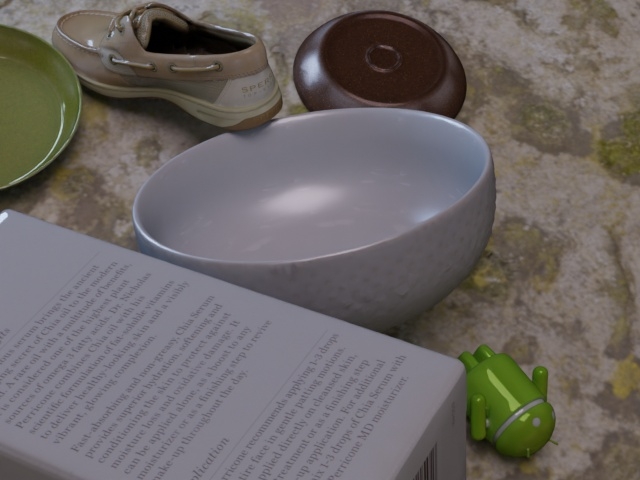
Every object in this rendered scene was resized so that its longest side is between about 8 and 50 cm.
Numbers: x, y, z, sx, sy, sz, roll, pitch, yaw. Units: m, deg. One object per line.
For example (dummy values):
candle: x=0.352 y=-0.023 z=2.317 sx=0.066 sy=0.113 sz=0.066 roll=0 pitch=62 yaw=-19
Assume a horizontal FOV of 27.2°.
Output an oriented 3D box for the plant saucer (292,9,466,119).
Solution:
plant saucer: x=0.069 y=-0.195 z=1.483 sx=0.198 sy=0.036 sz=0.199 roll=4 pitch=55 yaw=-5

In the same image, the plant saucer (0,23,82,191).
plant saucer: x=-0.370 y=-0.132 z=1.387 sx=0.241 sy=0.037 sz=0.241 roll=3 pitch=53 yaw=-4

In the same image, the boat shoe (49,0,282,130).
boat shoe: x=-0.171 y=-0.205 z=1.388 sx=0.302 sy=0.098 sz=0.109 roll=23 pitch=50 yaw=32

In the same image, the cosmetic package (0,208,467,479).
cosmetic package: x=-0.134 y=0.153 z=1.050 sx=0.453 sy=0.161 sz=0.230 roll=18 pitch=45 yaw=25

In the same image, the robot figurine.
robot figurine: x=0.170 y=0.152 z=1.227 sx=0.101 sy=0.067 sz=0.115 roll=-15 pitch=55 yaw=-40

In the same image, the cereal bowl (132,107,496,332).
cereal bowl: x=0.000 y=0.000 z=1.236 sx=0.339 sy=0.141 sz=0.339 roll=-7 pitch=26 yaw=3
